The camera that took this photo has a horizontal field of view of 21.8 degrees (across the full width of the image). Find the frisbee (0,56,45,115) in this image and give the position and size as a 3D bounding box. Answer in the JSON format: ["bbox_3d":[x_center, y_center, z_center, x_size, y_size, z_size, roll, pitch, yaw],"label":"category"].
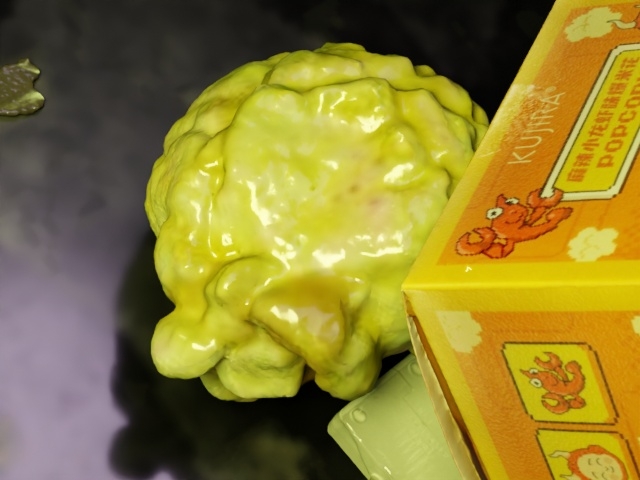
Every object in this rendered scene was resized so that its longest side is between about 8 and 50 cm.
[{"bbox_3d":[-0.283,-0.098,1.140,0.187,0.012,0.211,1,67,-15],"label":"frisbee"}]

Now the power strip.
[{"bbox_3d":[0.154,0.071,1.159,0.367,0.043,0.106,-36,80,-25],"label":"power strip"}]

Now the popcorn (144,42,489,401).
[{"bbox_3d":[0.000,0.000,1.059,0.259,0.212,0.259,-3,73,10],"label":"popcorn"}]

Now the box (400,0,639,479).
[{"bbox_3d":[0.214,0.030,0.967,0.283,0.213,0.260,-59,134,-42],"label":"box"}]
